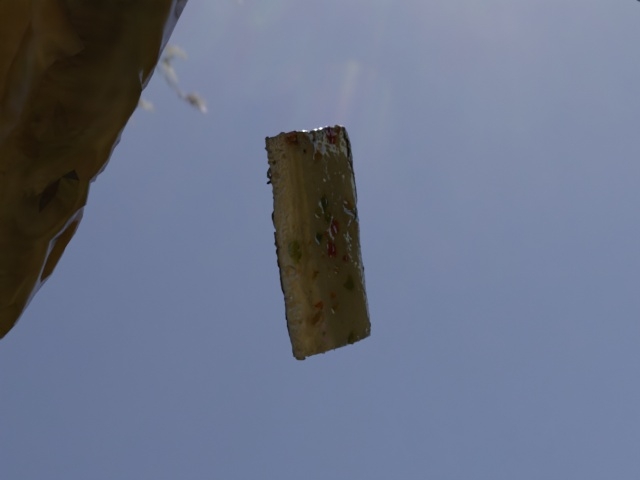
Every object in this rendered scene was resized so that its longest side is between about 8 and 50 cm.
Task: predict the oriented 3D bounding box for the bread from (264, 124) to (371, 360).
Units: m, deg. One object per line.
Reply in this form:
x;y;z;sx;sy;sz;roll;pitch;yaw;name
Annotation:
0.000;0.000;1.181;0.068;0.028;0.154;-16;-78;-51;bread

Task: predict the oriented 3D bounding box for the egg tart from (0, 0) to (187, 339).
-0.244;-0.134;0.604;0.443;0.443;0.178;-49;-24;24;egg tart
